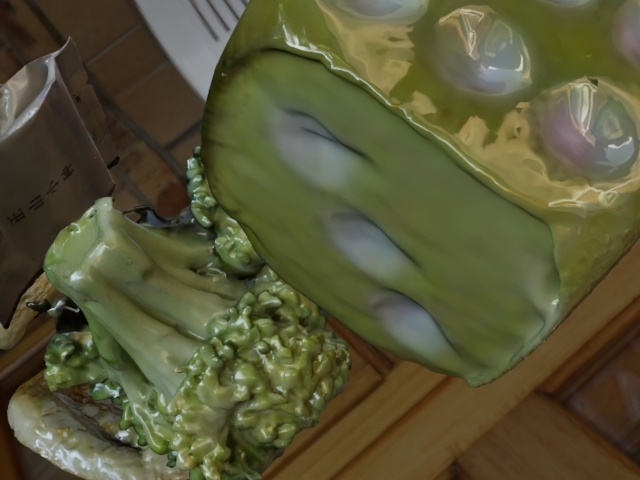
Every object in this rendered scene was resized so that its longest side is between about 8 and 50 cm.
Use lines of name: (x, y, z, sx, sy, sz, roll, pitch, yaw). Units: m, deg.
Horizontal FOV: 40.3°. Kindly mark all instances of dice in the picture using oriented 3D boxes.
dice: (0.085, -0.072, 0.541, 0.238, 0.227, 0.233, 38, 155, 7)

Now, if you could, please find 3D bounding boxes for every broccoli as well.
broccoli: (-0.144, 0.077, 0.825, 0.281, 0.293, 0.347, 50, -158, -42)

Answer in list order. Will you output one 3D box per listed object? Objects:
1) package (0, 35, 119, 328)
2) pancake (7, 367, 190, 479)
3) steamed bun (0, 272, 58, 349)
package: (-0.301, -0.058, 0.911, 0.062, 0.250, 0.203, 17, 149, 14)
pancake: (-0.209, 0.202, 1.127, 0.387, 0.387, 0.082, -147, 53, -65)
steamed bun: (-0.432, 0.061, 1.157, 0.172, 0.155, 0.141, 21, 168, -40)
